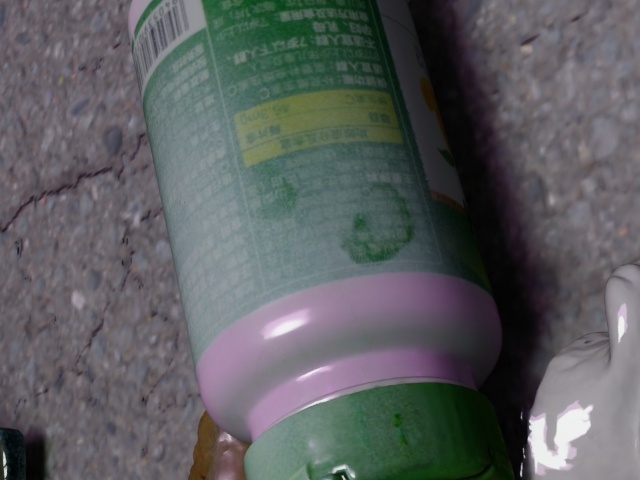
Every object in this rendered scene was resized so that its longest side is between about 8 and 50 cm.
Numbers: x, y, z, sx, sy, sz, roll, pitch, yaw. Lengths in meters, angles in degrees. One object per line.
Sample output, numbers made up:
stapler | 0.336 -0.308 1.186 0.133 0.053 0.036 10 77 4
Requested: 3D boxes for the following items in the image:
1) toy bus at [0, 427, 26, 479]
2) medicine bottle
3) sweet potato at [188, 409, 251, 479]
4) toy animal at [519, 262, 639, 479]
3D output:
toy bus | -0.291 0.163 1.038 0.256 0.147 0.128 -9 73 45
medicine bottle | 0.000 0.000 0.797 0.133 0.133 0.274 -34 55 34
sweet potato | -0.076 0.265 0.821 0.109 0.109 0.385 9 74 47
toy animal | 0.179 0.058 0.617 0.221 0.103 0.131 -7 72 44
